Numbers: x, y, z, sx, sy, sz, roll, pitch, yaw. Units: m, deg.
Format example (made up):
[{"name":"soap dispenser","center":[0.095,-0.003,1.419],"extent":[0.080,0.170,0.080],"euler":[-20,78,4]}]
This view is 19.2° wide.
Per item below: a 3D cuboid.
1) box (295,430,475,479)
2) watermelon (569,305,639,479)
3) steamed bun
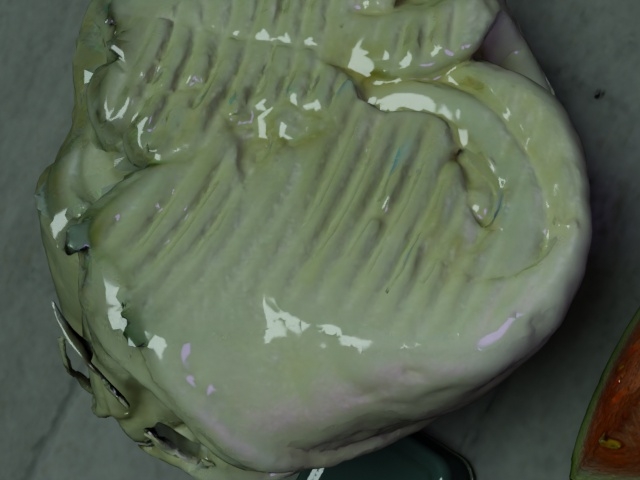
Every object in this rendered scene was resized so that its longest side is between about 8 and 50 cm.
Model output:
[{"name":"box","center":[0.020,0.157,1.030],"extent":[0.091,0.031,0.126],"euler":[32,96,31]},{"name":"watermelon","center":[0.171,0.082,0.924],"extent":[0.135,0.094,0.125],"euler":[-43,70,20]},{"name":"steamed bun","center":[0.000,0.000,0.985],"extent":[0.280,0.207,0.268],"euler":[-13,64,-4]}]
